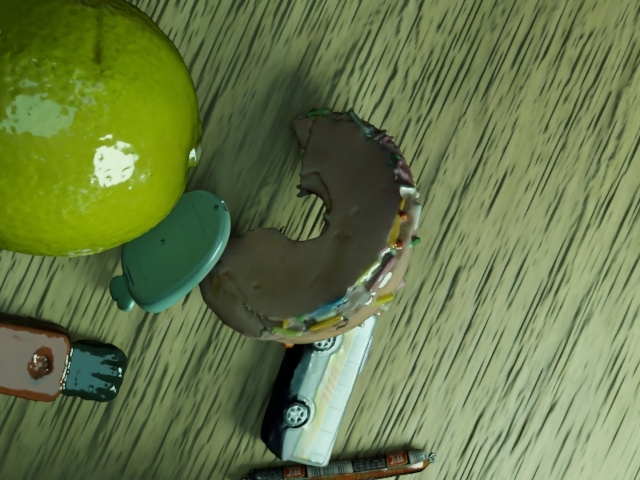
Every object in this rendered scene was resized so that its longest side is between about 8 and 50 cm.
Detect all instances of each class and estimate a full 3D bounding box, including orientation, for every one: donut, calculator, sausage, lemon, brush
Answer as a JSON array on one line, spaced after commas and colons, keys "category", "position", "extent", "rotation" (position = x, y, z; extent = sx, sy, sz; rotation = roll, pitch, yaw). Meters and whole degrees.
[{"category": "donut", "position": [0.000, 0.000, 1.054], "extent": [0.233, 0.085, 0.199], "rotation": [-47, 55, 0]}, {"category": "calculator", "position": [-0.144, 0.013, 1.067], "extent": [0.153, 0.021, 0.095], "rotation": [-37, 56, 18]}, {"category": "sausage", "position": [0.019, 0.230, 1.136], "extent": [0.198, 0.025, 0.028], "rotation": [-7, 64, -7]}, {"category": "lemon", "position": [-0.209, -0.102, 0.979], "extent": [0.219, 0.240, 0.241], "rotation": [7, 94, -13]}, {"category": "brush", "position": [-0.345, 0.099, 1.069], "extent": [0.323, 0.051, 0.070], "rotation": [11, 96, -7]}]

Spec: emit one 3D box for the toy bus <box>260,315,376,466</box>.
[{"category": "toy bus", "position": [0.000, 0.132, 1.111], "extent": [0.072, 0.057, 0.172], "rotation": [18, 92, -17]}]
